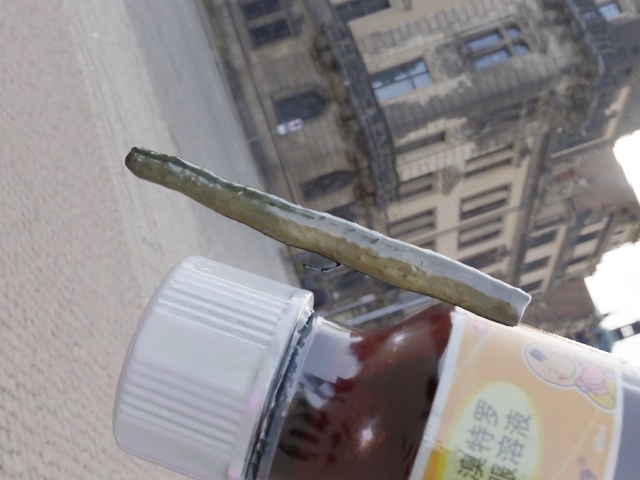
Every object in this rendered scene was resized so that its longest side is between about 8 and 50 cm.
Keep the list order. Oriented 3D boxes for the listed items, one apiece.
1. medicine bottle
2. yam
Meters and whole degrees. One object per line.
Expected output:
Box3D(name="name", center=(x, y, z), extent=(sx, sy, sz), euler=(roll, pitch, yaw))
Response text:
Box3D(name="medicine bottle", center=(0.042, 0.156, 0.728), extent=(0.242, 0.395, 0.242), euler=(14, 90, -86))
Box3D(name="yam", center=(0.001, -0.001, 0.508), extent=(0.027, 0.234, 0.029), euler=(-61, 171, -64))
